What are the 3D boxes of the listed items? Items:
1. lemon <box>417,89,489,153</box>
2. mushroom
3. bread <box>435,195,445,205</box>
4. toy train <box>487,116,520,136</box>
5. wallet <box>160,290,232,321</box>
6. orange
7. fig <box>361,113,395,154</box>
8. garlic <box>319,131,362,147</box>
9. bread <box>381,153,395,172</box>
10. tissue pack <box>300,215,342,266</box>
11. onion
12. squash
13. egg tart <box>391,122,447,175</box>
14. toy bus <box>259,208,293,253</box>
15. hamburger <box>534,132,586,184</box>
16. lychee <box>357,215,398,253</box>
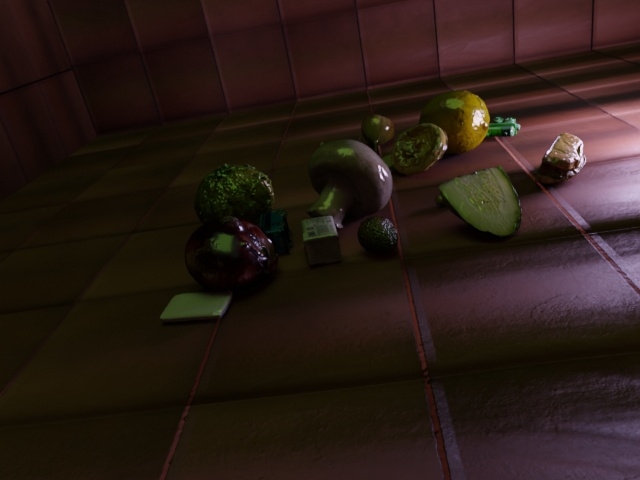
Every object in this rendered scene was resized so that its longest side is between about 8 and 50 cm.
[{"bbox_3d":[0.538,-0.481,2.200,0.310,0.257,0.258,2,28,40],"label":"lemon"},{"bbox_3d":[0.077,-0.174,1.761,0.298,0.297,0.290,11,55,38],"label":"mushroom"},{"bbox_3d":[0.426,-0.133,1.790,0.088,0.033,0.049,-1,13,12],"label":"bread"},{"bbox_3d":[0.725,-0.477,2.325,0.251,0.085,0.119,4,35,34],"label":"toy train"},{"bbox_3d":[-0.335,0.180,1.467,0.183,0.031,0.124,-4,26,11],"label":"wallet"},{"bbox_3d":[-0.319,-0.154,1.930,0.300,0.223,0.301,-12,26,11],"label":"orange"},{"bbox_3d":[0.263,-0.496,2.471,0.160,0.143,0.230,21,26,-5],"label":"fig"},{"bbox_3d":[0.101,-0.385,2.328,0.198,0.128,0.090,-14,10,1],"label":"garlic"},{"bbox_3d":[0.285,-0.319,2.229,0.112,0.036,0.193,5,33,41],"label":"bread"},{"bbox_3d":[0.001,0.001,1.616,0.106,0.099,0.148,-9,25,-1],"label":"tissue pack"},{"bbox_3d":[-0.247,0.014,1.536,0.272,0.195,0.272,10,39,-8],"label":"onion"},{"bbox_3d":[0.502,-0.113,1.587,0.237,0.204,0.155,-18,4,-15],"label":"squash"},{"bbox_3d":[0.393,-0.351,2.116,0.241,0.106,0.241,-19,56,31],"label":"egg tart"},{"bbox_3d":[-0.149,-0.026,1.746,0.106,0.090,0.184,-11,24,1],"label":"toy bus"},{"bbox_3d":[0.823,-0.268,1.825,0.131,0.124,0.262,25,45,24],"label":"hamburger"},{"bbox_3d":[0.166,-0.018,1.575,0.114,0.114,0.146,-23,48,-23],"label":"lychee"}]
